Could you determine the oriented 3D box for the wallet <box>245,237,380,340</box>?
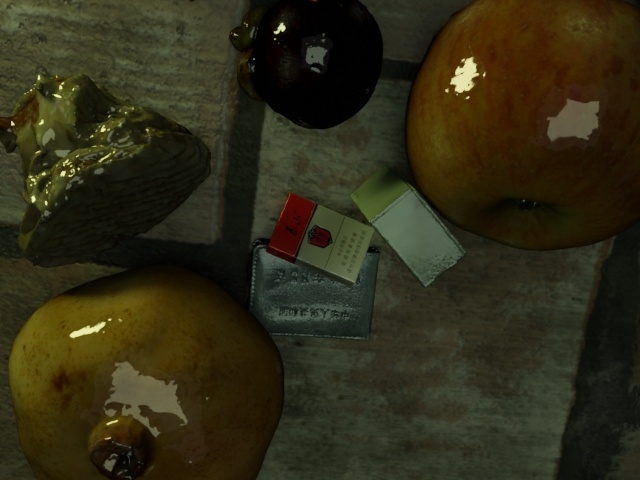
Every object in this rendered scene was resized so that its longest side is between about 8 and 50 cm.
[{"bbox_3d":[-0.016,0.086,1.332,0.222,0.036,0.168,5,103,-7],"label":"wallet"}]

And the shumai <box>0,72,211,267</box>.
[{"bbox_3d":[-0.345,-0.140,1.199,0.314,0.267,0.262,-25,73,-26],"label":"shumai"}]

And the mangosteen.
[{"bbox_3d":[-0.033,-0.276,1.172,0.249,0.211,0.212,21,103,21],"label":"mangosteen"}]

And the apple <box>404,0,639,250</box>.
[{"bbox_3d":[0.304,-0.155,1.118,0.400,0.400,0.334,28,83,-11],"label":"apple"}]

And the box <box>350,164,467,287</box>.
[{"bbox_3d":[0.129,-0.030,1.218,0.086,0.225,0.129,-40,104,6],"label":"box"}]

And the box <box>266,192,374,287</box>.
[{"bbox_3d":[0.000,0.000,1.281,0.152,0.048,0.100,24,70,-6],"label":"box"}]

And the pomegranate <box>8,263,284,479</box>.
[{"bbox_3d":[-0.258,0.239,1.174,0.416,0.417,0.417,-1,104,-5],"label":"pomegranate"}]

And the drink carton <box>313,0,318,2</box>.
[{"bbox_3d":[-0.030,-0.434,1.112,0.096,0.223,0.071,13,137,-8],"label":"drink carton"}]
